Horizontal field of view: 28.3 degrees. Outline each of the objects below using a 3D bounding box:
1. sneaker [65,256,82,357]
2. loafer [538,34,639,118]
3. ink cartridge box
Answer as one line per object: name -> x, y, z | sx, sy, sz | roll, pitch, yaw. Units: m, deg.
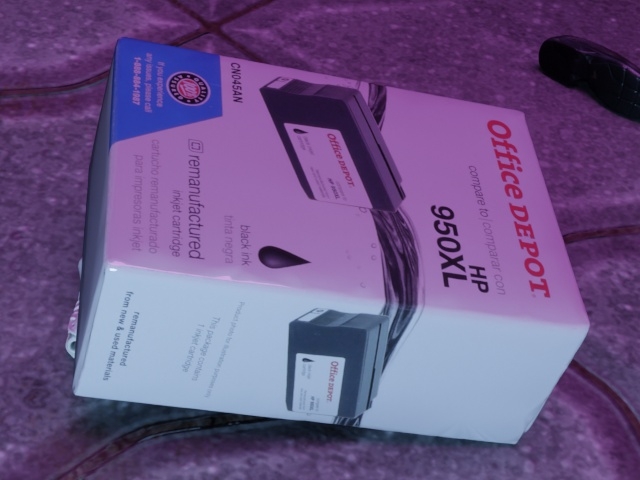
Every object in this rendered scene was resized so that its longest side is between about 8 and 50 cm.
sneaker -> -0.198, 0.068, 1.116 | 0.061, 0.054, 0.152 | -11, 48, -17
loafer -> 0.342, -0.199, 1.490 | 0.170, 0.062, 0.061 | 36, 44, 23
ink cartridge box -> 0.000, 0.000, 1.103 | 0.395, 0.166, 0.285 | 8, 44, -15
